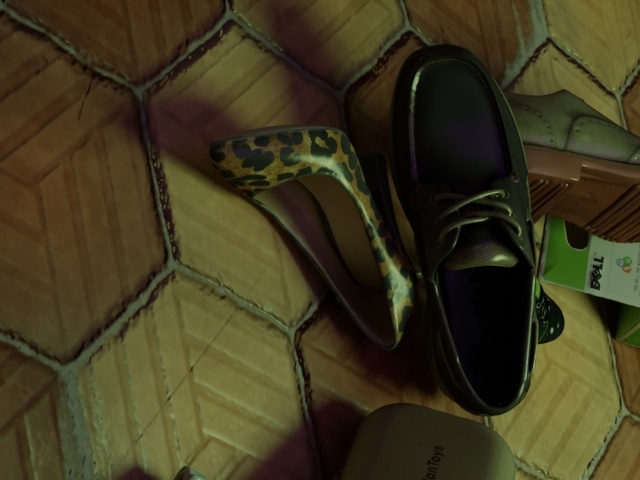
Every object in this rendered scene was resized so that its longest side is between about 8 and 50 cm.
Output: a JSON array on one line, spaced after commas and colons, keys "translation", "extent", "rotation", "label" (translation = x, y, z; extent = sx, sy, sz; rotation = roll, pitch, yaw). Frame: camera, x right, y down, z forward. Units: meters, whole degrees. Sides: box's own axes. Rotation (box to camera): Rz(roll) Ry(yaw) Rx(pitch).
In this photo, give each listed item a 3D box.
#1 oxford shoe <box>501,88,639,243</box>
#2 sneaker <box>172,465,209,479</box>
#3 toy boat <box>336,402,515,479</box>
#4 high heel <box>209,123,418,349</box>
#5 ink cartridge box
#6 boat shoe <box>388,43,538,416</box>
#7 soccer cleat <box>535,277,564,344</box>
[{"translation": [0.295, -0.092, 1.667], "extent": [0.397, 0.140, 0.146], "rotation": [8, 58, -32], "label": "oxford shoe"}, {"translation": [-0.082, 0.221, 1.264], "extent": [0.212, 0.080, 0.094], "rotation": [-9, 75, -47], "label": "sneaker"}, {"translation": [0.079, 0.260, 1.388], "extent": [0.231, 0.151, 0.151], "rotation": [-63, 167, -57], "label": "toy boat"}, {"translation": [0.000, 0.000, 1.390], "extent": [0.261, 0.093, 0.186], "rotation": [9, 68, -54], "label": "high heel"}, {"translation": [0.362, 0.015, 1.798], "extent": [0.255, 0.097, 0.188], "rotation": [16, 63, -7], "label": "ink cartridge box"}, {"translation": [0.148, -0.005, 1.465], "extent": [0.132, 0.130, 0.355], "rotation": [-13, 101, -5], "label": "boat shoe"}, {"translation": [0.203, 0.062, 1.614], "extent": [0.179, 0.072, 0.060], "rotation": [27, 61, -41], "label": "soccer cleat"}]
